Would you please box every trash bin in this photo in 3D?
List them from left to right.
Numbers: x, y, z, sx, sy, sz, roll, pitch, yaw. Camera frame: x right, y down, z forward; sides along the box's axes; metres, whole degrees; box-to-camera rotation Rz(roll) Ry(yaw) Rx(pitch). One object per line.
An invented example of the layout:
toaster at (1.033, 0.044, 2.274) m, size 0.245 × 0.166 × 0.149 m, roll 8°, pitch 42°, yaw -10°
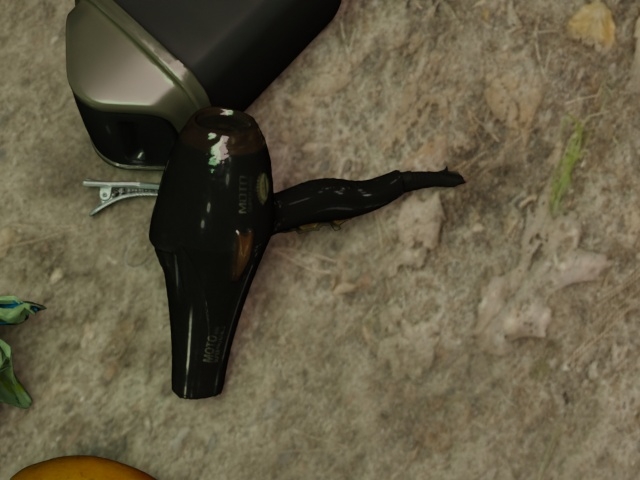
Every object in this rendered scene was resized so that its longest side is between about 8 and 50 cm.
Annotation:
trash bin at (-0.120, -0.205, 1.163) m, size 0.182 × 0.209 × 0.290 m, roll 43°, pitch 77°, yaw 10°

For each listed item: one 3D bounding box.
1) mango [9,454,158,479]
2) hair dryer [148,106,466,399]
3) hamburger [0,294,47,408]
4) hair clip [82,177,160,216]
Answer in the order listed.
mango at (-0.205, 0.285, 1.126) m, size 0.219 × 0.112 × 0.145 m, roll 34°, pitch 86°, yaw 6°
hair dryer at (0.000, 0.000, 1.170) m, size 0.359 × 0.120 × 0.304 m, roll -13°, pitch 123°, yaw -28°
hamburger at (-0.378, 0.174, 1.101) m, size 0.276 × 0.260 × 0.150 m, roll -34°, pitch 110°, yaw 25°
hair clip at (-0.188, -0.044, 1.223) m, size 0.115 × 0.030 × 0.039 m, roll 1°, pitch 100°, yaw 0°
